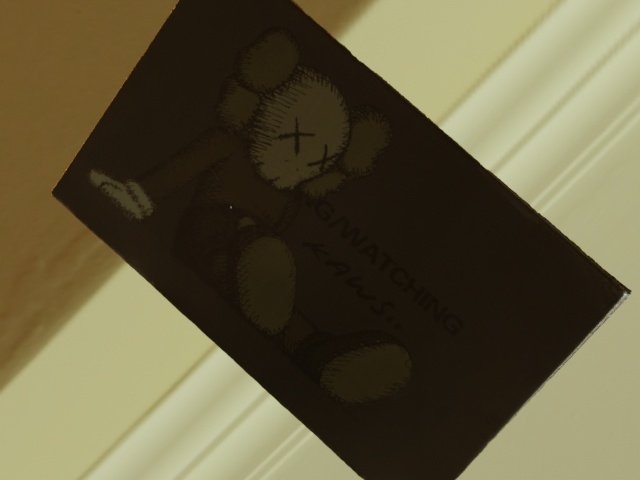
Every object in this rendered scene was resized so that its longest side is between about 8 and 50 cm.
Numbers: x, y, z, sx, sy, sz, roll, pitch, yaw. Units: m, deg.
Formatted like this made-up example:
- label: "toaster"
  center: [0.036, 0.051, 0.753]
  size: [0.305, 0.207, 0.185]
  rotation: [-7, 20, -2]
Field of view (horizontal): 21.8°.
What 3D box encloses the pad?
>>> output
- label: "pad"
  center: [0.000, 0.000, 0.600]
  size: [0.190, 0.004, 0.127]
  rotation: [41, -63, 7]
